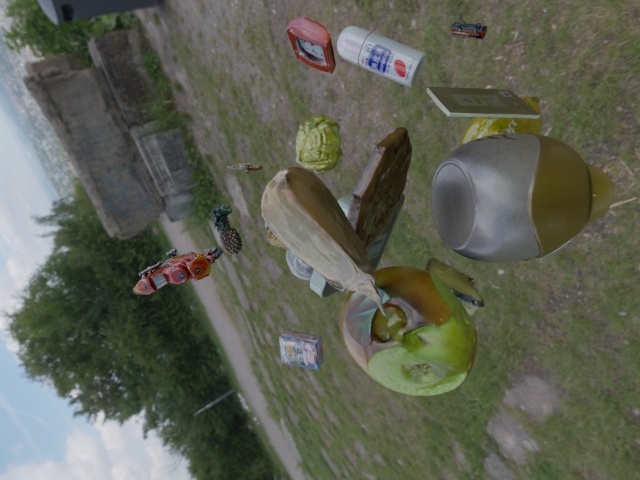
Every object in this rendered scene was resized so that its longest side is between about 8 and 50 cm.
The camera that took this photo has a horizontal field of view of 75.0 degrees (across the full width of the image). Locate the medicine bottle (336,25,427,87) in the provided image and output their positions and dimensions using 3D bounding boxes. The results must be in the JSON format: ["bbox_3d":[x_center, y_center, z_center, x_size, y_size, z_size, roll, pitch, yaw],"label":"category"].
[{"bbox_3d":[0.220,-0.705,1.579,0.341,0.130,0.130,29,144,13],"label":"medicine bottle"}]

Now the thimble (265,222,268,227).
[{"bbox_3d":[-0.088,-0.075,0.973,0.062,0.109,0.084,2,151,35],"label":"thimble"}]

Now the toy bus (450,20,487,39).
[{"bbox_3d":[0.471,-0.666,1.325,0.110,0.031,0.043,24,166,28],"label":"toy bus"}]

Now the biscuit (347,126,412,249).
[{"bbox_3d":[0.165,-0.129,1.122,0.046,0.359,0.358,24,139,21],"label":"biscuit"}]

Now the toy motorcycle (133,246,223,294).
[{"bbox_3d":[-0.483,0.095,1.436,0.171,0.299,0.089,-110,1,-60],"label":"toy motorcycle"}]

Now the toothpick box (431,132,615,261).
[{"bbox_3d":[0.604,-0.128,1.306,0.409,0.426,0.408,172,90,-81],"label":"toothpick box"}]

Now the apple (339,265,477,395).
[{"bbox_3d":[0.247,0.245,1.184,0.384,0.374,0.373,25,137,40],"label":"apple"}]

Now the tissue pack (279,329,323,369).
[{"bbox_3d":[-0.071,0.400,1.531,0.155,0.065,0.115,5,112,24],"label":"tissue pack"}]

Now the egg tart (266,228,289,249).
[{"bbox_3d":[-0.102,-0.050,1.613,0.147,0.202,0.203,27,160,-18],"label":"egg tart"}]

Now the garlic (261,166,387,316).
[{"bbox_3d":[0.006,0.008,0.855,0.338,0.151,0.196,54,-177,-5],"label":"garlic"}]

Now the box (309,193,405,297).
[{"bbox_3d":[0.139,0.001,1.470,0.091,0.367,0.372,33,121,27],"label":"box"}]

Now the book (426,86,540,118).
[{"bbox_3d":[0.533,-0.459,1.385,0.216,0.311,0.021,-101,13,-48],"label":"book"}]

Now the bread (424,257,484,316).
[{"bbox_3d":[0.428,0.171,1.439,0.204,0.262,0.162,31,108,4],"label":"bread"}]

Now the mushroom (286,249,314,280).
[{"bbox_3d":[-0.048,0.094,1.979,0.243,0.244,0.243,41,147,35],"label":"mushroom"}]

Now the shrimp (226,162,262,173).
[{"bbox_3d":[-0.259,-0.243,1.399,0.127,0.091,0.025,2,114,11],"label":"shrimp"}]

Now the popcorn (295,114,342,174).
[{"bbox_3d":[-0.002,-0.385,1.661,0.254,0.195,0.255,95,173,-57],"label":"popcorn"}]

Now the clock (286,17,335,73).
[{"bbox_3d":[-0.016,-0.502,1.068,0.113,0.061,0.155,27,-177,7],"label":"clock"}]

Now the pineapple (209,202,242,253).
[{"bbox_3d":[-0.366,-0.038,1.651,0.083,0.103,0.221,12,127,43],"label":"pineapple"}]

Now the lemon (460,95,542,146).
[{"bbox_3d":[0.714,-0.414,1.654,0.285,0.286,0.316,50,145,21],"label":"lemon"}]
